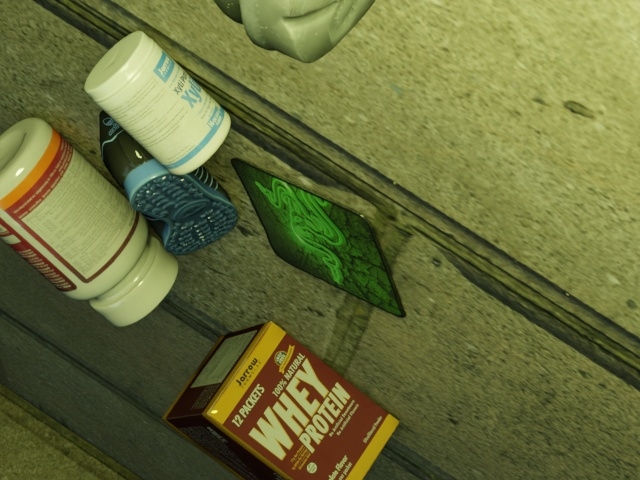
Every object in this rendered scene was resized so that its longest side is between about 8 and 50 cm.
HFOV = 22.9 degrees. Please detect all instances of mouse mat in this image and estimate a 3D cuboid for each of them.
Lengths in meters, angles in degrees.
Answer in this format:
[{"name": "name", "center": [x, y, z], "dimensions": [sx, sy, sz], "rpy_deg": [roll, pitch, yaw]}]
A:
[{"name": "mouse mat", "center": [0.000, 0.000, 1.439], "dimensions": [0.153, 0.007, 0.189], "rpy_deg": [25, 158, 26]}]

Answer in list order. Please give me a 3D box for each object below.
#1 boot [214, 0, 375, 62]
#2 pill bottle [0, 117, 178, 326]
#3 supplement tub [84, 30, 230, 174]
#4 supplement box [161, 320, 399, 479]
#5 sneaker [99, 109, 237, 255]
[{"name": "boot", "center": [-0.153, -0.307, 0.647], "dimensions": [0.445, 0.146, 0.367], "rpy_deg": [24, 131, 20]}, {"name": "pill bottle", "center": [-0.258, -0.015, 1.654], "dimensions": [0.221, 0.121, 0.121], "rpy_deg": [46, 158, -28]}, {"name": "supplement tub", "center": [-0.132, -0.111, 1.294], "dimensions": [0.107, 0.071, 0.071], "rpy_deg": [44, 159, -26]}, {"name": "supplement box", "center": [-0.049, 0.208, 1.826], "dimensions": [0.191, 0.129, 0.194], "rpy_deg": [39, 161, -11]}, {"name": "sneaker", "center": [-0.139, -0.057, 1.443], "dimensions": [0.090, 0.081, 0.232], "rpy_deg": [62, 180, 18]}]
